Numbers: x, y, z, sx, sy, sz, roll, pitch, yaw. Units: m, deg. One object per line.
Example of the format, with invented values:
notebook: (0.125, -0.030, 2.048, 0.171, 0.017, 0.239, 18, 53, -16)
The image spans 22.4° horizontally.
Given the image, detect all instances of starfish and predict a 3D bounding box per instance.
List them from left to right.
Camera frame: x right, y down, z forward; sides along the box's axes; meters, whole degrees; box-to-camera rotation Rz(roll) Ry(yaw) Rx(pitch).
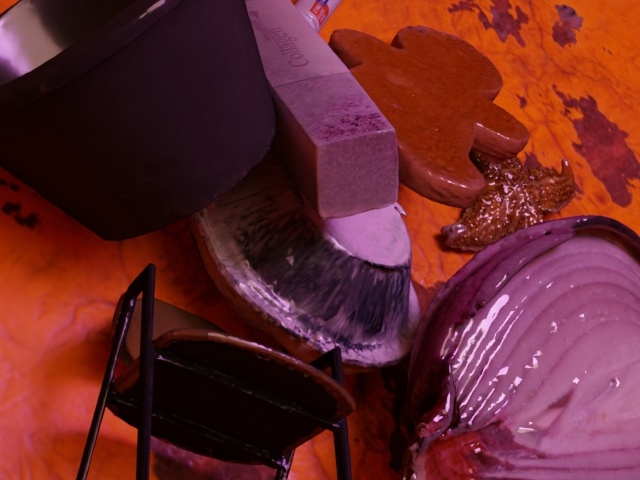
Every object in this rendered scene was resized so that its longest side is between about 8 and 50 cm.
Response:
starfish: (0.178, -0.053, 1.544, 0.240, 0.043, 0.227, -17, 72, -50)

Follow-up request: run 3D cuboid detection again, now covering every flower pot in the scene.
flower pot: (-0.139, -0.107, 1.175, 0.166, 0.269, 0.269, 58, 34, -25)

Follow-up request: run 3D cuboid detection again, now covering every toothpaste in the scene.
toothpaste: (0.005, -0.242, 1.550, 0.052, 0.033, 0.218, 44, 35, -12)

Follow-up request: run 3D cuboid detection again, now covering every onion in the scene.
onion: (0.143, 0.132, 1.269, 0.348, 0.159, 0.267, -14, 88, -38)

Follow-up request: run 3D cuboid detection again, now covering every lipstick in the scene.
lipstick: (-0.024, -0.123, 1.277, 0.066, 0.068, 0.317, -12, 33, -15)

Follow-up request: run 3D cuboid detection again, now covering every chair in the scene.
chair: (-0.072, 0.118, 1.096, 0.158, 0.172, 0.247, 25, 52, -24)

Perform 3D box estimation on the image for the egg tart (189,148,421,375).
egg tart: (0.000, 0.000, 1.278, 0.234, 0.094, 0.234, 32, 32, -23)

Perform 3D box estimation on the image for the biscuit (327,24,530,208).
biscuit: (0.090, -0.121, 1.469, 0.205, 0.049, 0.324, 27, 30, 0)
